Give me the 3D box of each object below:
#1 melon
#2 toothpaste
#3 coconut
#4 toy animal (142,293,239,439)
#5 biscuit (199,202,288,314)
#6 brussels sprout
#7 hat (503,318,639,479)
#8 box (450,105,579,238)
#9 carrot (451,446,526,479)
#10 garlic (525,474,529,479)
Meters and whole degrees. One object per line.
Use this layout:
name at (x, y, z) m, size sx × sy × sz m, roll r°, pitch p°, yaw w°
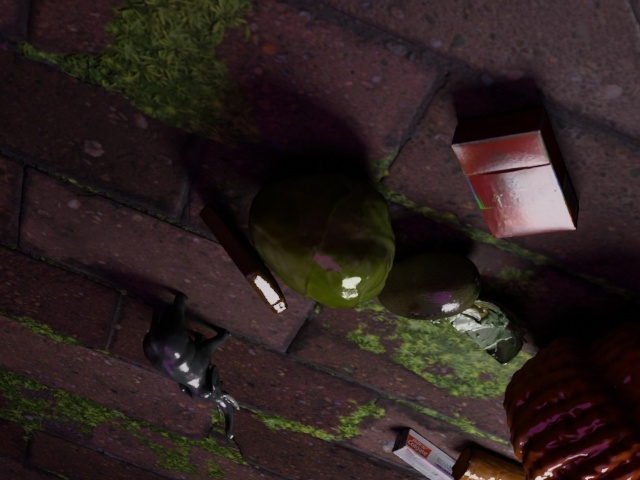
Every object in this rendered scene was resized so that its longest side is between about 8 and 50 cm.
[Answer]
melon at (0.150, 0.065, 1.320) m, size 0.162 × 0.099 × 0.099 m, roll -9°, pitch 135°, yaw 35°
toothpaste at (0.219, 0.430, 1.789) m, size 0.196 × 0.047 × 0.040 m, roll 39°, pitch 141°, yaw -25°
coconut at (0.243, 0.123, 1.388) m, size 0.158 × 0.055 × 0.133 m, roll 38°, pitch 137°, yaw -27°
toy animal at (-0.212, 0.211, 1.622) m, size 0.082 × 0.137 × 0.269 m, roll -17°, pitch 123°, yaw 33°
biscuit at (-0.103, 0.031, 1.353) m, size 0.182 × 0.034 × 0.215 m, roll 52°, pitch 176°, yaw 21°
brussels sprout at (0.000, 0.000, 1.246) m, size 0.223 × 0.161 × 0.223 m, roll 16°, pitch 145°, yaw 11°
hat at (0.451, 0.203, 1.270) m, size 0.285 × 0.285 × 0.400 m, roll 29°, pitch 123°, yaw -13°
box at (0.242, -0.078, 1.142) m, size 0.112 × 0.048 × 0.175 m, roll -7°, pitch 136°, yaw 29°
carrot at (0.353, 0.446, 1.750) m, size 0.205 × 0.072 × 0.072 m, roll 19°, pitch 143°, yaw -12°
garlic at (0.436, 0.372, 1.583) m, size 0.207 × 0.128 × 0.115 m, roll -45°, pitch 68°, yaw 46°
